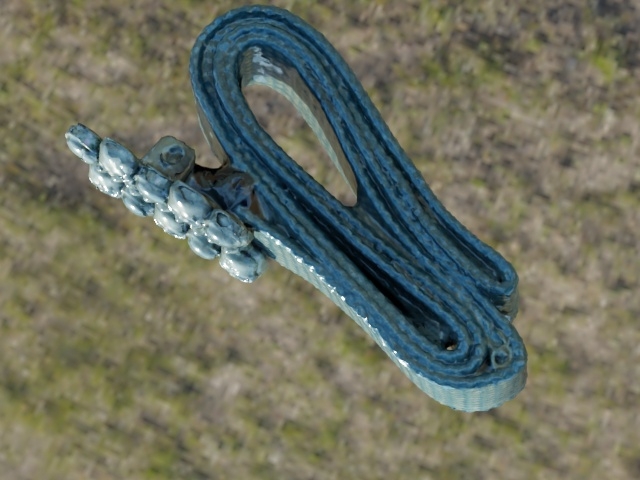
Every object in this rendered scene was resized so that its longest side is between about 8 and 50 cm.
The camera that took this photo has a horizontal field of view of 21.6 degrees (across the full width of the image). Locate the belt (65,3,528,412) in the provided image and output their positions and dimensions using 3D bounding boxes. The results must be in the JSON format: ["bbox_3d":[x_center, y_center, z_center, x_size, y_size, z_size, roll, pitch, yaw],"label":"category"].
[{"bbox_3d":[0.000,-0.001,0.620,0.179,0.100,0.065,47,171,18],"label":"belt"}]
